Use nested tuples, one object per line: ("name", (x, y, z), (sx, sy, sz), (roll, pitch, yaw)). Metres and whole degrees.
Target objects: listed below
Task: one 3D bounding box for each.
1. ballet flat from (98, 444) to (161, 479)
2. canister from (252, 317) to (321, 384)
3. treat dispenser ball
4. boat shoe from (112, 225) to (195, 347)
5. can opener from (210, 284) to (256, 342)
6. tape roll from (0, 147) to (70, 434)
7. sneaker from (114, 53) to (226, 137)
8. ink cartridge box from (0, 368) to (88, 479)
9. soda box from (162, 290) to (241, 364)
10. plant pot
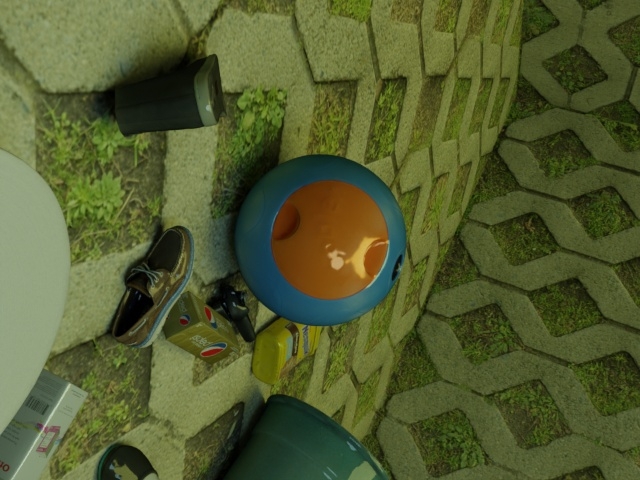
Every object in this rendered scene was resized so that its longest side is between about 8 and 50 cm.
("ballet flat", (-0.280, 0.432, 1.150), (0.095, 0.096, 0.281), (-50, 151, -41))
("canister", (-0.071, 0.215, 1.514), (0.170, 0.073, 0.126), (-33, 137, -56))
("treat dispenser ball", (0.000, 0.000, 1.201), (0.288, 0.288, 0.288), (-51, 152, -41))
("boat shoe", (-0.231, 0.063, 0.990), (0.183, 0.066, 0.066), (-70, 158, -2))
("can opener", (-0.150, 0.134, 1.289), (0.186, 0.073, 0.059), (68, 6, -64))
("tape roll", (-0.370, 0.084, 0.584), (0.392, 0.072, 0.392), (-52, 157, -34))
("sneaker", (-0.185, -0.184, 0.897), (0.222, 0.118, 0.083), (-98, -179, -74))
("ink cartridge box", (-0.340, 0.205, 0.813), (0.123, 0.088, 0.052), (-62, 160, -20))
("soda box", (-0.191, 0.143, 1.138), (0.061, 0.058, 0.181), (-27, 154, 3))
("plant pot", (-0.079, 0.562, 1.482), (0.334, 0.341, 0.341), (-48, 151, -30))
